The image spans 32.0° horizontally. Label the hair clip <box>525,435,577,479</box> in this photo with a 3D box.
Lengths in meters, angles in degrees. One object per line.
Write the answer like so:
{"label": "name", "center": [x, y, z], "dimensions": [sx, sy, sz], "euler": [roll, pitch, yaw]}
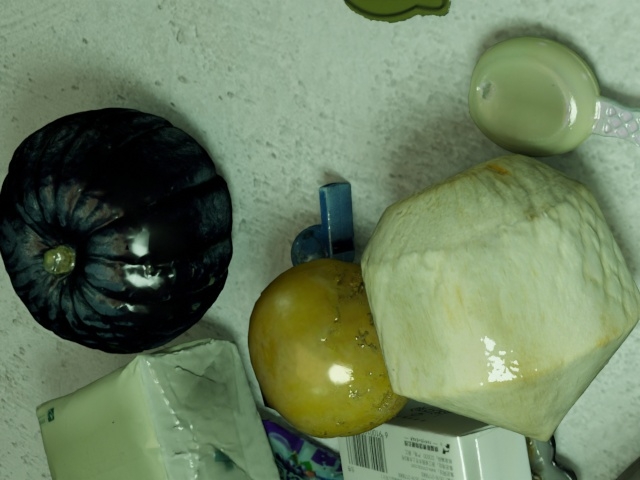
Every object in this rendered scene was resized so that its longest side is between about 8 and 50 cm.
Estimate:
{"label": "hair clip", "center": [0.251, 0.242, 1.442], "dimensions": [0.146, 0.075, 0.257], "euler": [-2, 102, 54]}

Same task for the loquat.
{"label": "loquat", "center": [0.020, 0.138, 1.421], "dimensions": [0.235, 0.235, 0.235], "euler": [17, 120, 31]}

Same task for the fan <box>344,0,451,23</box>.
{"label": "fan", "center": [0.056, -0.406, 1.327], "dimensions": [0.229, 0.011, 0.335], "euler": [-38, 87, 42]}

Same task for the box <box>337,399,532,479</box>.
{"label": "box", "center": [0.150, 0.324, 1.458], "dimensions": [0.274, 0.116, 0.203], "euler": [-5, 96, 58]}

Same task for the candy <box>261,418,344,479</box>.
{"label": "candy", "center": [0.002, 0.364, 1.693], "dimensions": [0.275, 0.070, 0.145], "euler": [22, 129, 24]}

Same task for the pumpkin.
{"label": "pumpkin", "center": [-0.294, -0.014, 1.613], "dimensions": [0.363, 0.266, 0.363], "euler": [12, 112, 32]}

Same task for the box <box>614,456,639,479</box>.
{"label": "box", "center": [0.378, 0.317, 1.252], "dimensions": [0.106, 0.251, 0.203], "euler": [42, 129, 11]}

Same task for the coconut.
{"label": "coconut", "center": [0.201, 0.078, 1.254], "dimensions": [0.329, 0.329, 0.329], "euler": [17, 120, 31]}

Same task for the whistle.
{"label": "whistle", "center": [0.000, 0.000, 1.515], "dimensions": [0.090, 0.090, 0.158], "euler": [1, 99, 37]}

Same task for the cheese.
{"label": "cheese", "center": [0.275, -0.149, 1.242], "dimensions": [0.227, 0.064, 0.137], "euler": [20, 123, 28]}

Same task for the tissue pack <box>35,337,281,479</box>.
{"label": "tissue pack", "center": [-0.261, 0.338, 1.741], "dimensions": [0.380, 0.207, 0.297], "euler": [-30, 75, 47]}
